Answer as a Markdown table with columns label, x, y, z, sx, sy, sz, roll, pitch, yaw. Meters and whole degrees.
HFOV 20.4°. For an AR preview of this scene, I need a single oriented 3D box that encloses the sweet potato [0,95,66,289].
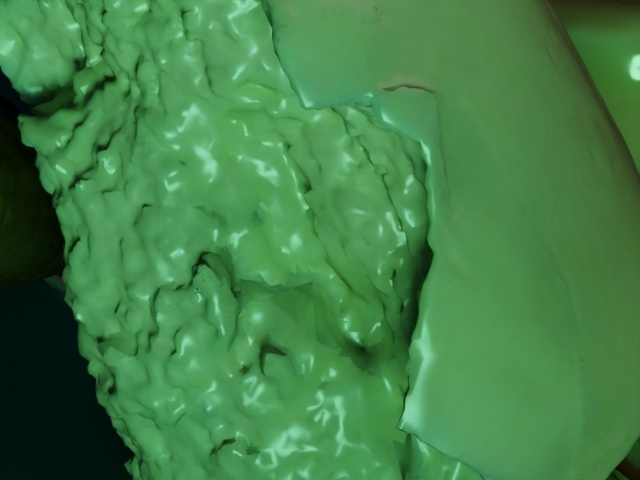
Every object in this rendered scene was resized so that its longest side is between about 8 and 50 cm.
| label | x | y | z | sx | sy | sz | roll | pitch | yaw |
| --- | --- | --- | --- | --- | --- | --- | --- | --- | --- |
| sweet potato | -0.153 | -0.036 | 0.567 | 0.285 | 0.085 | 0.112 | 14 | 33 | -55 |

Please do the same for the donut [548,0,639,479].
| label | x | y | z | sx | sy | sz | roll | pitch | yaw |
| --- | --- | --- | --- | --- | --- | --- | --- | --- | --- |
| donut | 0.148 | 0.014 | 0.797 | 0.371 | 0.307 | 0.150 | 31 | 63 | -37 |

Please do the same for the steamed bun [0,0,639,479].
| label | x | y | z | sx | sy | sz | roll | pitch | yaw |
| --- | --- | --- | --- | --- | --- | --- | --- | --- | --- |
| steamed bun | 0.000 | 0.000 | 0.553 | 0.225 | 0.200 | 0.170 | 58 | 4 | -22 |
